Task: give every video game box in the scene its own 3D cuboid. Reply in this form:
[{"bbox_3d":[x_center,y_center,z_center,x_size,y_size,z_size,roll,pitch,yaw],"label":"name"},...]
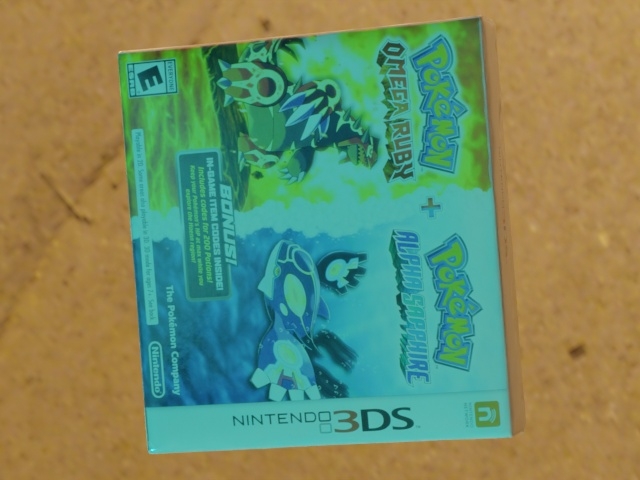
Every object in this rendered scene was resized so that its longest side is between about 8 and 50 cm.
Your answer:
[{"bbox_3d":[0.000,0.000,0.953,0.187,0.048,0.205,-5,91,12],"label":"video game box"}]
